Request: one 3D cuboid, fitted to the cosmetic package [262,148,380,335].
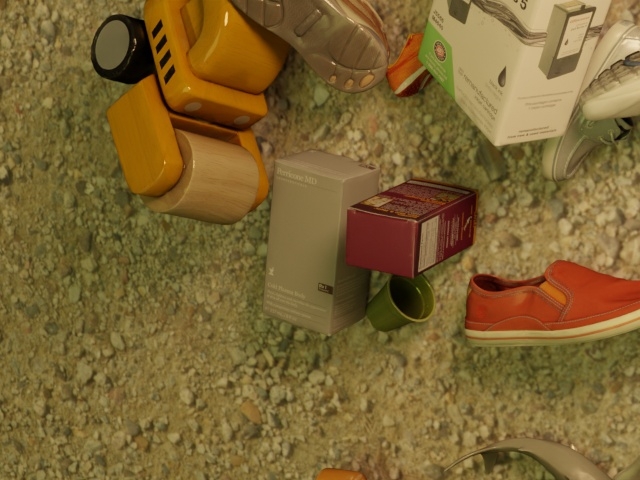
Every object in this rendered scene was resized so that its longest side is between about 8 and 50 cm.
[{"bbox_3d":[0.000,0.000,2.078,0.127,0.107,0.237,15,114,32],"label":"cosmetic package"}]

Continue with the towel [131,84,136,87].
[{"bbox_3d":[-0.249,-0.224,2.225,0.083,0.009,0.060,-18,93,35],"label":"towel"}]

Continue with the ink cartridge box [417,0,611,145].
[{"bbox_3d":[0.236,-0.282,1.743,0.198,0.115,0.272,55,145,40],"label":"ink cartridge box"}]

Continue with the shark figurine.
[{"bbox_3d":[0.319,0.326,1.966,0.278,0.116,0.166,32,117,19],"label":"shark figurine"}]

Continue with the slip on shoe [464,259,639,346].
[{"bbox_3d":[0.327,0.075,1.890,0.331,0.123,0.101,-7,96,38],"label":"slip on shoe"}]

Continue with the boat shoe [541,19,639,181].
[{"bbox_3d":[0.353,-0.160,1.823,0.081,0.079,0.227,36,117,24],"label":"boat shoe"}]

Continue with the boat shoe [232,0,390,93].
[{"bbox_3d":[-0.031,-0.335,1.937,0.123,0.116,0.324,-34,105,29],"label":"boat shoe"}]

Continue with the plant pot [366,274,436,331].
[{"bbox_3d":[0.106,0.091,2.058,0.079,0.083,0.083,-37,83,46],"label":"plant pot"}]

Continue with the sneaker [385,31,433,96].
[{"bbox_3d":[0.148,-0.259,1.936,0.175,0.064,0.067,-35,74,31],"label":"sneaker"}]

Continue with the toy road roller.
[{"bbox_3d":[-0.151,-0.209,2.003,0.241,0.203,0.329,-33,62,33],"label":"toy road roller"}]

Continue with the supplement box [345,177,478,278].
[{"bbox_3d":[0.123,-0.019,1.942,0.104,0.188,0.080,12,110,29],"label":"supplement box"}]

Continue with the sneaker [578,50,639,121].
[{"bbox_3d":[0.453,-0.174,1.709,0.297,0.111,0.129,-11,108,16],"label":"sneaker"}]

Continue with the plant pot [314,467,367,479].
[{"bbox_3d":[0.087,0.438,2.106,0.188,0.205,0.205,3,106,15],"label":"plant pot"}]
